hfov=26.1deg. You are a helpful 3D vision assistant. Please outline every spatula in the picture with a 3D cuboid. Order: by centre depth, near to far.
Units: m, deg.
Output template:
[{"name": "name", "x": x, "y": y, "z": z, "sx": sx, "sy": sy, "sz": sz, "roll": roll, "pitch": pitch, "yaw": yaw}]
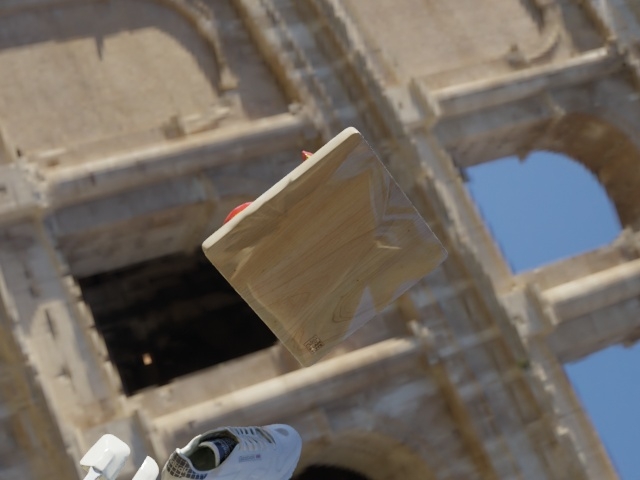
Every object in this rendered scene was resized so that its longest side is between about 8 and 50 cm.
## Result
[{"name": "spatula", "x": -0.285, "y": 0.379, "z": 1.934, "sx": 0.168, "sy": 0.242, "sz": 0.019, "roll": 33, "pitch": -54, "yaw": 1}]

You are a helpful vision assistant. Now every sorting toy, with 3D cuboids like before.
[{"name": "sorting toy", "x": 0.000, "y": 0.000, "z": 1.897, "sx": 0.255, "sy": 0.257, "sz": 0.089, "roll": 51, "pitch": 1, "yaw": -34}]

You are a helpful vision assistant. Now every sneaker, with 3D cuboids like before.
[{"name": "sneaker", "x": -0.107, "y": 0.282, "z": 1.798, "sx": 0.090, "sy": 0.235, "sz": 0.095, "roll": 35, "pitch": -55, "yaw": 31}]
